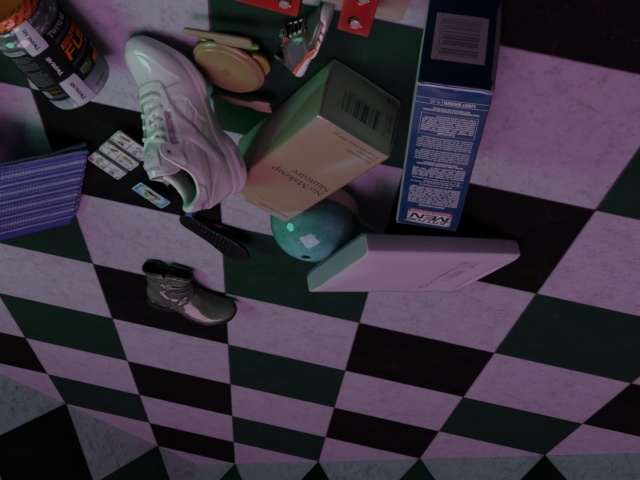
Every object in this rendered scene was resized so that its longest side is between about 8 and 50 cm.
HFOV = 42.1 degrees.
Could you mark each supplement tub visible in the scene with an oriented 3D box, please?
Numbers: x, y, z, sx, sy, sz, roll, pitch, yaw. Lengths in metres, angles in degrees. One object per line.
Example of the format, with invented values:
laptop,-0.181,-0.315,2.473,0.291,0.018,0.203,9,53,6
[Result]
supplement tub,-0.437,-0.310,1.328,0.117,0.117,0.190,-2,148,26

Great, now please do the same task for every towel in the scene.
towel,-0.617,-0.093,1.732,0.243,0.040,0.336,-18,163,-29

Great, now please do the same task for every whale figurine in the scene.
whale figurine,0.000,0.000,1.661,0.216,0.141,0.272,3,149,18

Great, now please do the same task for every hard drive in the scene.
hard drive,0.181,0.049,1.636,0.353,0.047,0.233,2,158,-29

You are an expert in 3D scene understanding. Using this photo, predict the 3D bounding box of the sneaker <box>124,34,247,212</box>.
sneaker,-0.239,-0.187,1.349,0.114,0.152,0.305,-17,108,52

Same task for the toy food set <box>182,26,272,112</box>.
toy food set,-0.141,-0.285,1.341,0.132,0.039,0.192,14,157,13

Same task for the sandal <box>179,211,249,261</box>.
sandal,-0.228,-0.016,1.843,0.179,0.040,0.067,34,142,-7

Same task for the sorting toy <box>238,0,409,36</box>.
sorting toy,0.007,-0.382,1.047,0.257,0.089,0.255,15,151,-2

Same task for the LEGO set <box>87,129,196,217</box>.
LEGO set,-0.328,-0.137,1.678,0.244,0.060,0.182,36,150,-22

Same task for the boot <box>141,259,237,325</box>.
boot,-0.330,0.131,2.096,0.246,0.083,0.161,12,145,-1

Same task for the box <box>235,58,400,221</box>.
box,-0.020,-0.159,1.413,0.148,0.121,0.311,27,148,-23

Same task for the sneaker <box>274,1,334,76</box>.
sneaker,-0.031,-0.302,1.235,0.065,0.061,0.158,26,148,-9

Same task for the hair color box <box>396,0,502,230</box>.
hair color box,0.185,-0.179,1.240,0.105,0.174,0.347,9,151,5
